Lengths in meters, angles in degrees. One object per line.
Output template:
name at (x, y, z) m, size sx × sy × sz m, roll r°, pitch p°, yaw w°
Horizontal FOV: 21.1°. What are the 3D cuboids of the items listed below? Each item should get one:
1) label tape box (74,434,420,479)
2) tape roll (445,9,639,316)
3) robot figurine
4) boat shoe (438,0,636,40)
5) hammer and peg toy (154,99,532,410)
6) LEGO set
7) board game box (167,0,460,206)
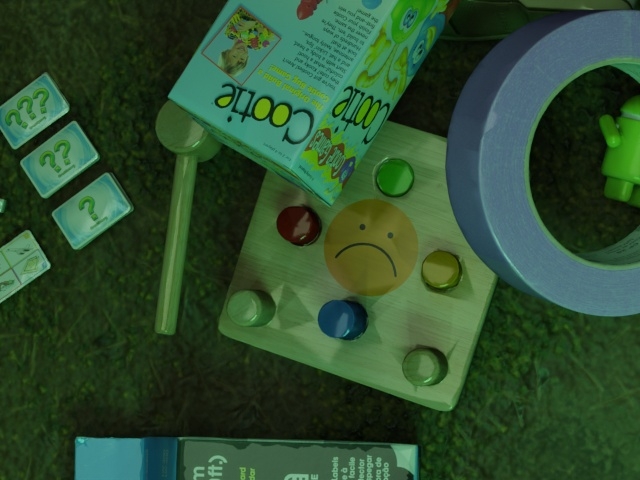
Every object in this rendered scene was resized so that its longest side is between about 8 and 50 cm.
label tape box at (-0.078, 0.317, 1.669) m, size 0.348 × 0.115 × 0.249 m, roll 2°, pitch 84°, yaw 1°
tape roll at (0.256, -0.072, 1.564) m, size 0.275 × 0.090 × 0.275 m, roll -2°, pitch 97°, yaw -17°
robot figurine at (0.313, -0.091, 1.661) m, size 0.101 × 0.067 × 0.115 m, roll 17°, pitch 92°, yaw -17°
boat shoe at (0.163, -0.262, 1.685) m, size 0.302 × 0.113 × 0.103 m, roll 11°, pitch 69°, yaw 13°
hammer and peg toy at (0.000, 0.000, 1.689) m, size 0.361 × 0.127 × 0.266 m, roll 17°, pitch 91°, yaw 14°
LEGO set at (-0.344, -0.039, 1.791) m, size 0.244 × 0.060 × 0.182 m, roll -35°, pitch 78°, yaw 8°
board game box at (0.010, -0.194, 1.567) m, size 0.144 × 0.142 × 0.275 m, roll 31°, pitch 87°, yaw 20°
